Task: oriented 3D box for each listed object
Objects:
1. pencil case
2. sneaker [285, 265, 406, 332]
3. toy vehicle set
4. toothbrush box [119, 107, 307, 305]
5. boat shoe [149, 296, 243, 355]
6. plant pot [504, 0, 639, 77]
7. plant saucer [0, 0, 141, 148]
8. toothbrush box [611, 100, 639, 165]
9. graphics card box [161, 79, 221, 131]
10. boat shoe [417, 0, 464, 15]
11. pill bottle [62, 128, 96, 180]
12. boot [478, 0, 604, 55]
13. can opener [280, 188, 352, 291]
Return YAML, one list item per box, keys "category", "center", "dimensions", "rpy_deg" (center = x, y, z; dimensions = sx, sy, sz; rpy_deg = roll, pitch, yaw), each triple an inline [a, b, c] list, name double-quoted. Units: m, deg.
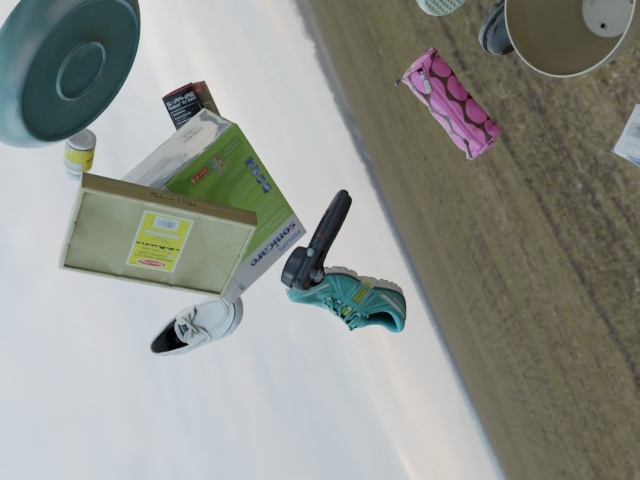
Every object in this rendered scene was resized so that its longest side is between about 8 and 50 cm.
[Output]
- category: "pencil case"
  center: [0.236, -0.242, 1.327]
  dimensions: [0.209, 0.095, 0.098]
  rpy_deg: [46, -169, -8]
- category: "sneaker"
  center: [0.062, 0.126, 1.511]
  dimensions: [0.107, 0.275, 0.110]
  rpy_deg: [128, 146, -47]
- category: "toy vehicle set"
  center: [-0.248, -0.001, 1.123]
  dimensions: [0.266, 0.166, 0.035]
  rpy_deg: [13, -142, -23]
- category: "toothbrush box"
  center: [-0.184, -0.057, 1.316]
  dimensions: [0.122, 0.206, 0.283]
  rpy_deg: [31, 161, 48]
- category: "boat shoe"
  center: [-0.273, 0.184, 1.582]
  dimensions: [0.088, 0.267, 0.096]
  rpy_deg: [-13, -102, -52]
- category: "plant pot"
  center: [0.548, -0.479, 1.492]
  dimensions: [0.190, 0.284, 0.284]
  rpy_deg: [-13, -105, -39]
- category: "plant saucer"
  center: [-0.371, -0.266, 1.109]
  dimensions: [0.043, 0.318, 0.317]
  rpy_deg: [34, -179, 8]
- category: "toothbrush box"
  center: [0.806, -0.165, 1.545]
  dimensions: [0.295, 0.126, 0.216]
  rpy_deg: [22, -170, -28]
- category: "graphics card box"
  center: [-0.271, -0.221, 1.891]
  dimensions: [0.233, 0.094, 0.371]
  rpy_deg: [-95, -20, -76]
- category: "boat shoe"
  center: [0.263, -0.741, 1.569]
  dimensions: [0.156, 0.186, 0.500]
  rpy_deg: [-127, 28, -55]
- category: "pill bottle"
  center: [-0.530, -0.186, 1.611]
  dimensions: [0.116, 0.065, 0.065]
  rpy_deg: [-61, 39, 45]
- category: "boot"
  center: [0.541, -0.506, 1.784]
  dimensions: [0.348, 0.131, 0.260]
  rpy_deg: [-49, 50, 51]
- category: "can opener"
  center: [0.000, 0.000, 1.200]
  dimensions: [0.073, 0.186, 0.059]
  rpy_deg: [29, 178, 12]
